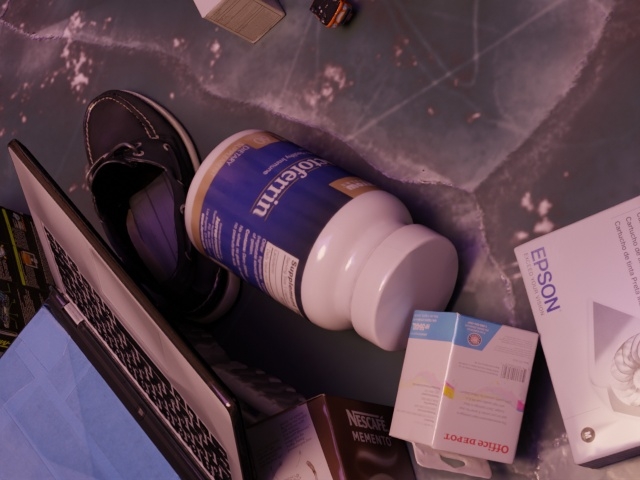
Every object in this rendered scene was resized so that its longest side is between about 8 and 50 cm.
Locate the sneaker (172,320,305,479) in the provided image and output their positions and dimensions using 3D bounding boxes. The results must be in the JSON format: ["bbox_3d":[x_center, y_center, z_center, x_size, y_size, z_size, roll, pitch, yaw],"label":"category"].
[{"bbox_3d":[-0.146,0.165,1.449,0.281,0.105,0.115,28,101,38],"label":"sneaker"}]

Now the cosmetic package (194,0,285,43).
[{"bbox_3d":[-0.135,-0.346,1.574,0.060,0.099,0.239,-38,59,19],"label":"cosmetic package"}]

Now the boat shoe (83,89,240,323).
[{"bbox_3d":[-0.210,-0.055,1.540,0.127,0.113,0.340,-36,61,21],"label":"boat shoe"}]

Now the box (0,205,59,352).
[{"bbox_3d":[-0.379,0.043,1.584,0.045,0.184,0.190,-33,63,24],"label":"box"}]

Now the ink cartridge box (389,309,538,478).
[{"bbox_3d":[0.131,0.145,1.258,0.090,0.092,0.143,0,76,66],"label":"ink cartridge box"}]

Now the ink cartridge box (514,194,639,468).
[{"bbox_3d":[0.305,0.069,1.208,0.224,0.045,0.223,-25,65,26],"label":"ink cartridge box"}]

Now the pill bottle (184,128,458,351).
[{"bbox_3d":[0.000,0.000,1.364,0.265,0.153,0.153,29,95,34],"label":"pill bottle"}]

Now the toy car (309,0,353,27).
[{"bbox_3d":[0.031,-0.291,1.484,0.060,0.040,0.122,27,96,56],"label":"toy car"}]

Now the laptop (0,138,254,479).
[{"bbox_3d":[-0.261,0.192,1.334,0.236,0.408,0.382,-33,60,-20],"label":"laptop"}]

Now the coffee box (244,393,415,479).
[{"bbox_3d":[0.031,0.282,1.279,0.098,0.141,0.246,-27,65,26],"label":"coffee box"}]
